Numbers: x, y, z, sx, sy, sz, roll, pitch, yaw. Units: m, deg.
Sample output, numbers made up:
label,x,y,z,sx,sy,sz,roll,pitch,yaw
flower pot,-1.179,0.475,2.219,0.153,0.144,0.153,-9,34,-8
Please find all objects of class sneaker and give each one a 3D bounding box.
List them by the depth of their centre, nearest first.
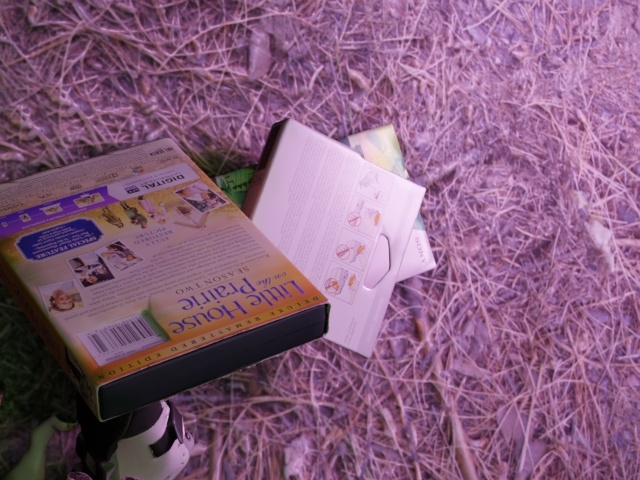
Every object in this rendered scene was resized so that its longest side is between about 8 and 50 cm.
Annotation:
label,x,y,z,sx,sy,sz,roll,pitch,yaw
sneaker,-0.230,0.236,1.703,0.146,0.122,0.330,-12,135,-32

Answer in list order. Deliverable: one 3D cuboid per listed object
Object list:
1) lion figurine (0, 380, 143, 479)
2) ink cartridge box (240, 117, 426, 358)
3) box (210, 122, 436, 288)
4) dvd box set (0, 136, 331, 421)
label,x,y,z,sx,sy,sz,roll,pitch,yaw
lion figurine,-0.344,0.353,1.617,0.142,0.392,0.240,10,106,-39
ink cartridge box,0.000,0.000,1.869,0.239,0.060,0.275,25,75,-23
box,-0.003,-0.019,1.932,0.322,0.058,0.232,-20,94,-27
dvd box set,-0.226,0.028,1.648,0.308,0.420,0.062,-20,132,-27
